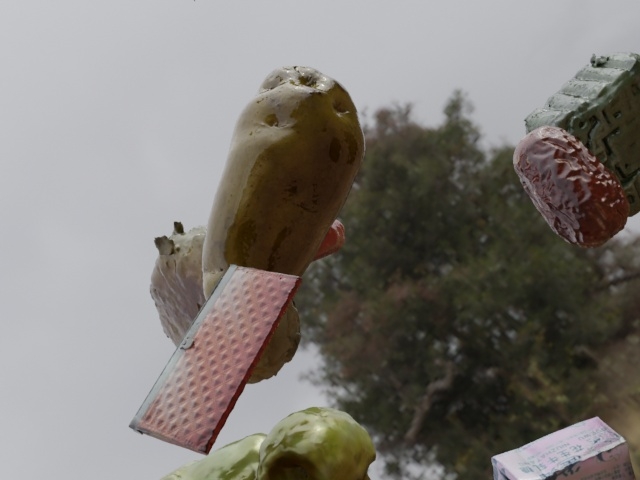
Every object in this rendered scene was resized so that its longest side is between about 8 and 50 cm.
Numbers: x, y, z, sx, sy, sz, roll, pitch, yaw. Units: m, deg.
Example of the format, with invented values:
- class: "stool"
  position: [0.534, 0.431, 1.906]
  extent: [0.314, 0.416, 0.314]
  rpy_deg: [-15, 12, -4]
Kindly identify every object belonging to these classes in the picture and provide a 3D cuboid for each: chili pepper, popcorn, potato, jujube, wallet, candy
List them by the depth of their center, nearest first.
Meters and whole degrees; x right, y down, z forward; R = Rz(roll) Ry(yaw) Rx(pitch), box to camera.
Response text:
- class: "wallet"
  position: [-0.099, 0.110, 1.105]
  extent: [0.196, 0.103, 0.020]
  rpy_deg: [-60, -43, -23]
- class: "popcorn"
  position: [-0.051, 0.308, 1.154]
  extent: [0.286, 0.225, 0.173]
  rpy_deg: [-28, -2, 25]
- class: "candy"
  position: [0.298, 0.284, 1.391]
  extent: [0.160, 0.073, 0.092]
  rpy_deg: [-19, 15, -9]
- class: "jujube"
  position: [0.325, -0.070, 1.500]
  extent: [0.109, 0.176, 0.112]
  rpy_deg: [-25, -20, -39]
- class: "potato"
  position: [-0.056, -0.064, 1.600]
  extent: [0.195, 0.176, 0.369]
  rpy_deg: [34, -103, -82]
- class: "chili pepper"
  position: [0.000, 0.000, 2.026]
  extent: [0.272, 0.063, 0.071]
  rpy_deg: [-33, -65, -72]

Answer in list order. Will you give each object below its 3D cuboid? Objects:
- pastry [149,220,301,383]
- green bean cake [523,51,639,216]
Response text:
- class: "pastry"
  position: [-0.171, 0.122, 2.040]
  extent: [0.136, 0.329, 0.330]
  rpy_deg: [-31, -24, -38]
- class: "green bean cake"
  position: [0.440, -0.156, 1.720]
  extent: [0.227, 0.222, 0.125]
  rpy_deg: [-37, 19, -14]
